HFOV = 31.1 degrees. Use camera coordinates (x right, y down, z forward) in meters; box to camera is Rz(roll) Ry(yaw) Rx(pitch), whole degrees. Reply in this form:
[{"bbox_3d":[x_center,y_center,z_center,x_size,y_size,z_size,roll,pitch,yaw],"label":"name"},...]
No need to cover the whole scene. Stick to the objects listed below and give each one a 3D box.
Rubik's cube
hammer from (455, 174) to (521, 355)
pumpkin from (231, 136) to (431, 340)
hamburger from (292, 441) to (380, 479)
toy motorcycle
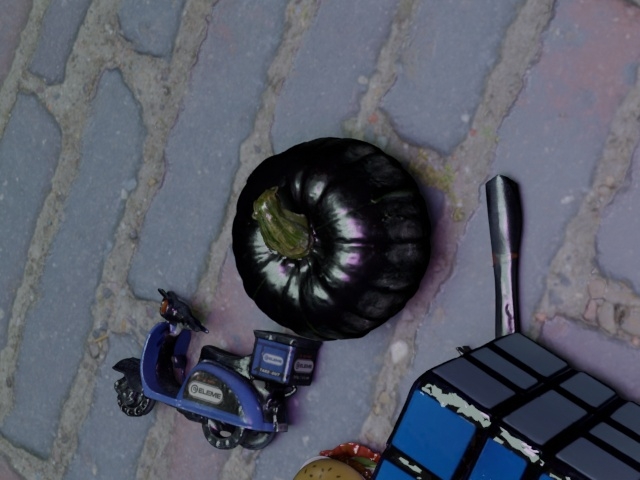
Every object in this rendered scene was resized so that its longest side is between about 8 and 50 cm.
[{"bbox_3d":[0.239,0.313,1.405,0.283,0.293,0.289,30,110,24],"label":"Rubik's cube"},{"bbox_3d":[0.248,0.056,1.571,0.137,0.037,0.290,-4,88,32],"label":"hammer"},{"bbox_3d":[0.000,0.000,1.596,0.295,0.295,0.296,0,89,33],"label":"pumpkin"},{"bbox_3d":[0.026,0.379,1.656,0.175,0.137,0.175,-2,86,36],"label":"hamburger"},{"bbox_3d":[-0.180,0.203,1.809,0.358,0.125,0.213,11,87,31],"label":"toy motorcycle"}]
